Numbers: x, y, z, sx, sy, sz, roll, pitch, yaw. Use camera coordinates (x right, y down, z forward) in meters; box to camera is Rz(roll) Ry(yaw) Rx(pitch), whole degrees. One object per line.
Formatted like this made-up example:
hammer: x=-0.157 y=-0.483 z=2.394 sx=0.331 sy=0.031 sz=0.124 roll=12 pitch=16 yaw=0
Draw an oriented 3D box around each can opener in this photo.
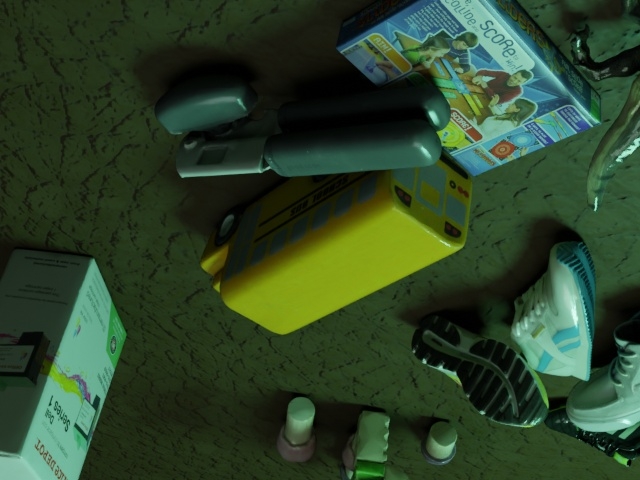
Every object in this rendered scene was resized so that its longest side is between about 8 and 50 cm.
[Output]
can opener: x=-0.029 y=-0.106 z=0.836 sx=0.284 sy=0.075 sz=0.095 roll=-2 pitch=146 yaw=33

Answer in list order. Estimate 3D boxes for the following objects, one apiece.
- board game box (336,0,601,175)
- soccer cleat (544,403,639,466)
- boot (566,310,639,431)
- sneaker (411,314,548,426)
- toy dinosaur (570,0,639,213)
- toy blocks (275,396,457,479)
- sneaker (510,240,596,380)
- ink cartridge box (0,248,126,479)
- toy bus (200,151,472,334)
board game box: x=0.131 y=-0.144 z=0.808 sx=0.136 sy=0.035 sz=0.201 roll=-22 pitch=134 yaw=38
soccer cleat: x=0.397 y=0.267 z=1.280 sx=0.179 sy=0.072 sz=0.060 roll=7 pitch=145 yaw=7
boot: x=0.376 y=0.138 z=1.105 sx=0.123 sy=0.095 sz=0.258 roll=39 pitch=129 yaw=-25
sneaker: x=0.206 y=0.158 z=1.126 sx=0.094 sy=0.081 sz=0.208 roll=28 pitch=-173 yaw=-40
toy dinosaur: x=0.260 y=-0.142 z=0.726 sx=0.118 sy=0.064 sz=0.268 roll=43 pitch=126 yaw=5
toy blocks: x=0.070 y=0.433 z=1.428 sx=0.309 sy=0.288 sz=0.260 roll=8 pitch=141 yaw=0
sneaker: x=0.261 y=0.085 z=1.053 sx=0.092 sy=0.087 sz=0.228 roll=5 pitch=142 yaw=18
ink cartridge box: x=-0.359 y=0.183 z=1.193 sx=0.117 sy=0.278 sz=0.201 roll=6 pitch=145 yaw=8
toy bus: x=0.000 y=0.000 z=0.964 sx=0.108 sy=0.130 sz=0.333 roll=32 pitch=140 yaw=-27
